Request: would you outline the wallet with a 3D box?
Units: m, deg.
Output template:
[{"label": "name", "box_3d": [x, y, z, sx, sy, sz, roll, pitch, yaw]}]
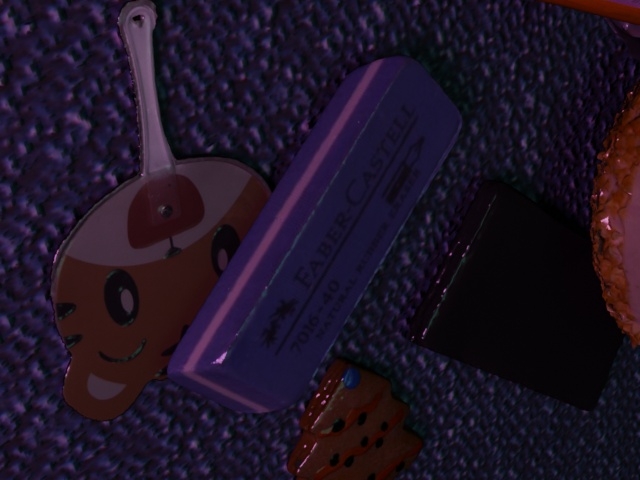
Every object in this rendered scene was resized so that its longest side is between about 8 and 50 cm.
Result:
[{"label": "wallet", "box_3d": [0.163, 0.047, 0.801, 0.244, 0.025, 0.124, 25, 92, -44]}]

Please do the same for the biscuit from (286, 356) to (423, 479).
[{"label": "biscuit", "box_3d": [0.021, 0.135, 0.728, 0.119, 0.019, 0.130, -27, 125, -28]}]

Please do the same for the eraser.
[{"label": "eraser", "box_3d": [0.000, 0.000, 0.627, 0.225, 0.036, 0.082, -58, 140, -7]}]

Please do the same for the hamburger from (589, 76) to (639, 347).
[{"label": "hamburger", "box_3d": [0.320, -0.037, 0.791, 0.294, 0.179, 0.276, -43, 128, -14]}]

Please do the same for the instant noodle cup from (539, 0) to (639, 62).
[{"label": "instant noodle cup", "box_3d": [0.161, -0.196, 0.603, 0.125, 0.177, 0.208, 1, 85, -24]}]

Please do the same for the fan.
[{"label": "fan", "box_3d": [-0.085, -0.017, 0.574, 0.152, 0.008, 0.227, -24, 124, -30]}]
